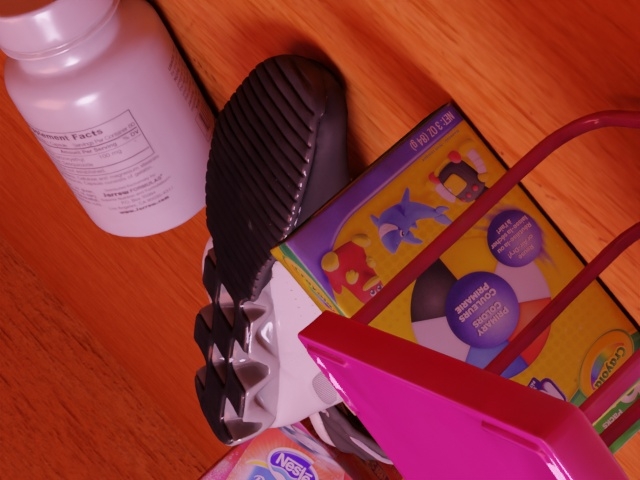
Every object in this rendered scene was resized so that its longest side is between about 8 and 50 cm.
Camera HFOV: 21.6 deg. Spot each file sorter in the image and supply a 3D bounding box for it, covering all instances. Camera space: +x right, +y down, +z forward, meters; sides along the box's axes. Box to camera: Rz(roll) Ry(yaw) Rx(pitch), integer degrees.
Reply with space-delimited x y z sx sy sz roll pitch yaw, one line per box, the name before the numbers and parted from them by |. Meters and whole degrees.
file sorter | 0.175 0.106 0.730 0.290 0.182 0.202 54 165 -22

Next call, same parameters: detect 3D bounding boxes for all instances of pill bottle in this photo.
pill bottle | -0.170 -0.122 1.308 0.131 0.131 0.229 36 161 44

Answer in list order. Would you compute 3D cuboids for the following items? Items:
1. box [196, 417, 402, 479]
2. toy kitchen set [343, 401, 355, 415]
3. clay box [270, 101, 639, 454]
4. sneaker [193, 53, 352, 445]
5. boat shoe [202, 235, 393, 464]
box | -0.024 0.241 1.619 0.142 0.154 0.300 47 -177 4
toy kitchen set | 0.044 0.077 1.318 0.075 0.083 0.068 49 -152 4
clay box | 0.092 0.048 0.949 0.222 0.127 0.053 49 167 -3
sneaker | 0.000 0.000 1.177 0.330 0.146 0.122 102 149 -44
boat shoe | 0.014 0.083 1.366 0.095 0.112 0.335 18 156 33
